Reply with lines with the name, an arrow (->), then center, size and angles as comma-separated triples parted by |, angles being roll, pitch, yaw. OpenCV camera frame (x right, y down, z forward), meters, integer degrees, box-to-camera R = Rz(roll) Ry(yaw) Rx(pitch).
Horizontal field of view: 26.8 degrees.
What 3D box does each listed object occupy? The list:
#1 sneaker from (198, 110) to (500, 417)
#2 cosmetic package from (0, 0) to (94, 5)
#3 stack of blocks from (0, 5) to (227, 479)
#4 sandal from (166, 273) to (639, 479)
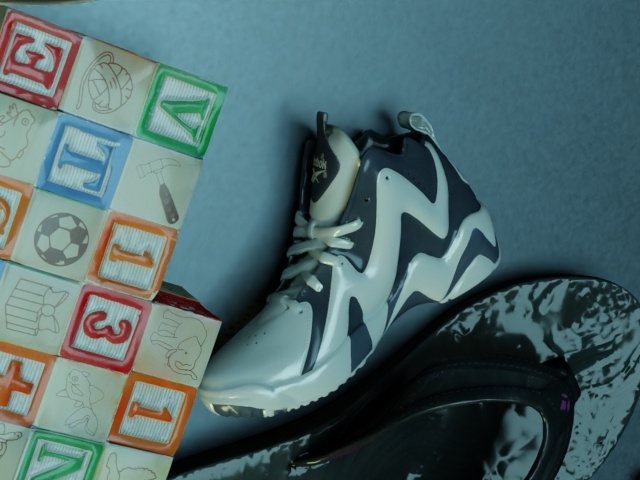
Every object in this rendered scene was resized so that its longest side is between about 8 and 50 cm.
sneaker -> 0.000, 0.000, 0.872 | 0.235, 0.094, 0.153 | -30, 112, -15
cosmetic package -> -0.060, -0.248, 0.713 | 0.296, 0.129, 0.153 | -35, 119, -31
stack of blocks -> -0.151, 0.034, 0.768 | 0.171, 0.087, 0.297 | 18, 93, -25
sandal -> 0.059, 0.167, 0.923 | 0.446, 0.107, 0.167 | -26, 103, -15
